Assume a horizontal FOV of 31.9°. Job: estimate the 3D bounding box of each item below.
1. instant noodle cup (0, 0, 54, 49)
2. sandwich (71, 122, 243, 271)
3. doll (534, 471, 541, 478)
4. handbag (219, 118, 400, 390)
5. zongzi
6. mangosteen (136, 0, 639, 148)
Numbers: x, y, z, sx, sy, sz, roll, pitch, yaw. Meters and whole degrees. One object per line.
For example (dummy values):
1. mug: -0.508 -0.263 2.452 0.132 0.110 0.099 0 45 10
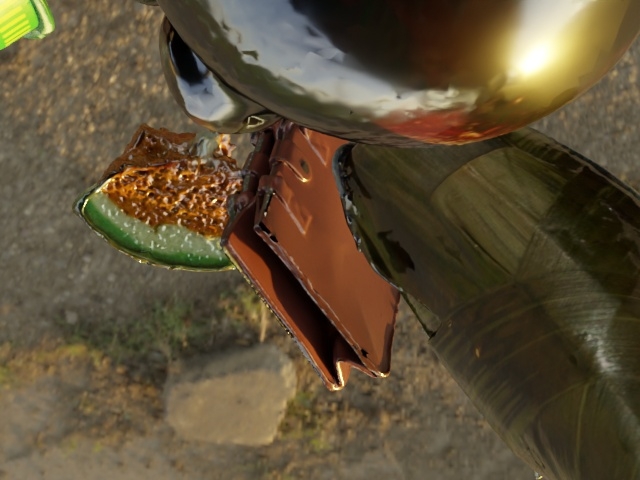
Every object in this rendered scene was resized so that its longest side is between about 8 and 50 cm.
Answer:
1. instant noodle cup: -0.287 -0.116 0.565 0.232 0.207 0.207 -42 122 -11
2. sandwich: -0.214 -0.059 1.598 0.292 0.109 0.212 -2 103 -24
3. doll: 0.263 0.229 1.146 0.102 0.179 0.089 -32 130 28
4. handbag: 0.001 0.000 1.260 0.084 0.260 0.275 -16 126 27
5. zongzi: 0.133 0.029 0.802 0.403 0.432 0.208 45 106 17
6. mangosteen: 0.025 -0.170 0.544 0.297 0.297 0.313 34 113 -20
